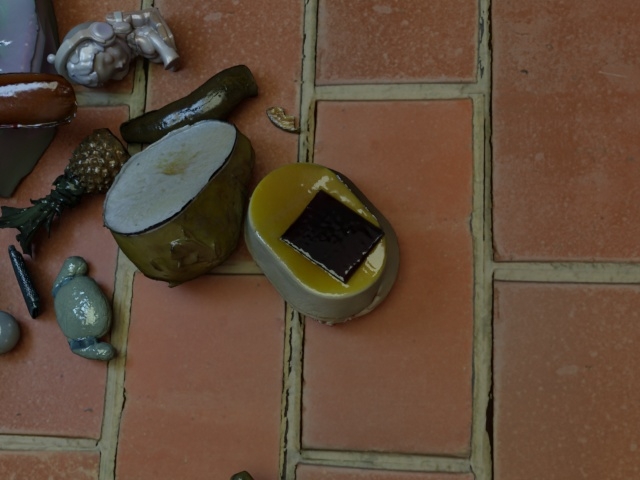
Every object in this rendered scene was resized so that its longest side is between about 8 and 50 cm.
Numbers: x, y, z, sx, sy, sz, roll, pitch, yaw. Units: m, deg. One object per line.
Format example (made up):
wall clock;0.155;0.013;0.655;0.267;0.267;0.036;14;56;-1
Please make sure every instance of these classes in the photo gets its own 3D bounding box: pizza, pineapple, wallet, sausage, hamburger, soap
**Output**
pizza;-0.070;-0.227;1.653;0.083;0.016;0.037;36;87;18
pineapple;-0.478;-0.093;1.636;0.277;0.119;0.130;-41;62;-4
wallet;-0.546;0.076;1.627;0.026;0.088;0.129;-20;78;-21
sausage;-0.584;-0.245;1.538;0.330;0.102;0.102;-3;78;5
hamburger;0.000;0.000;1.529;0.227;0.151;0.295;-38;71;-6
soap;-0.642;-0.313;1.687;0.261;0.156;0.446;5;78;10

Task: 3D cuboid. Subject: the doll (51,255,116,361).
doll;-0.434;0.128;1.604;0.103;0.071;0.214;-27;72;1

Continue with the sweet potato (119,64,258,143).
sweet potato;-0.247;-0.238;1.656;0.285;0.085;0.112;-25;41;14

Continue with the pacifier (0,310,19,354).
pacifier;-0.658;0.151;1.584;0.225;0.238;0.287;10;76;-19

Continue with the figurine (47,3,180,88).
figurine;-0.392;-0.352;1.658;0.236;0.162;0.141;-18;71;-14

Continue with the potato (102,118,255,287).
potato;-0.232;-0.055;1.563;0.246;0.196;0.300;10;53;35

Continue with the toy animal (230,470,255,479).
toy animal;-0.083;0.513;1.425;0.195;0.169;0.281;-14;65;-38
